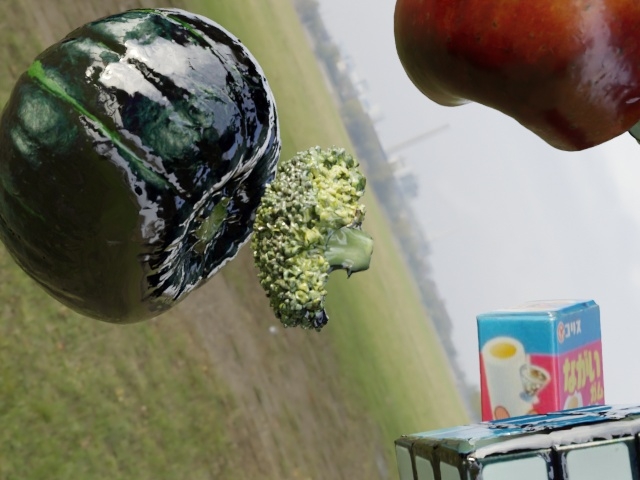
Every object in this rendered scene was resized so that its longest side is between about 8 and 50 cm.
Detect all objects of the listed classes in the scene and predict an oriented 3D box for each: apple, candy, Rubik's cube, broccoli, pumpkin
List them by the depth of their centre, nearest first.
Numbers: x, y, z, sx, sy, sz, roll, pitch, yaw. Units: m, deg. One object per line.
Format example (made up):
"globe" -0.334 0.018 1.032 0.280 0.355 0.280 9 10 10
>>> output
"broccoli" 0.000 0.000 0.696 0.092 0.095 0.097 19 31 -27
"Rubik's cube" 0.150 0.191 0.715 0.162 0.161 0.163 154 -71 -79
"pumpkin" -0.184 -0.080 1.082 0.238 0.315 0.315 42 -5 18
"candy" 0.250 0.223 1.253 0.157 0.100 0.305 -6 94 -57
"apple" 0.275 -0.290 1.312 0.329 0.365 0.295 40 -2 5

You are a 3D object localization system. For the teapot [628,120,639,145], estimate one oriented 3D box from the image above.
"teapot" 0.441 -0.188 1.350 0.232 0.159 0.159 94 -19 -50
